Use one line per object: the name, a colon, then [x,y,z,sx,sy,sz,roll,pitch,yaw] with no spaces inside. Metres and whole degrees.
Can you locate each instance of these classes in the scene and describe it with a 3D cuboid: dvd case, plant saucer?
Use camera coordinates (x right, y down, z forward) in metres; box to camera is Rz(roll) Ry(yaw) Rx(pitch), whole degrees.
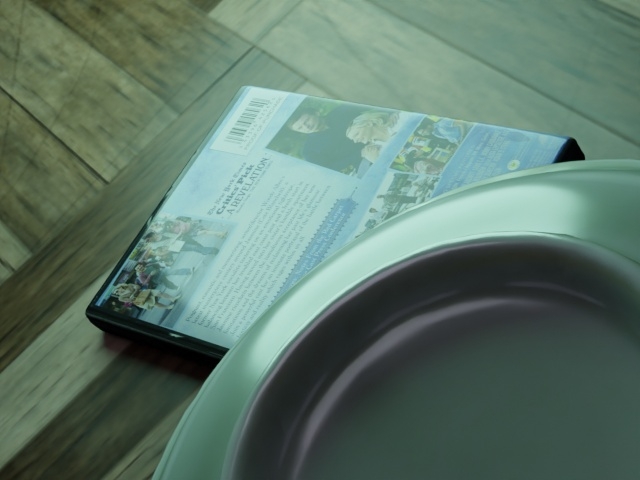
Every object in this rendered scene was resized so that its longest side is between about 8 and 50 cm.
dvd case: [0.000,0.000,0.859,0.253,0.022,0.180,14,63,42]
plant saucer: [0.072,0.108,0.634,0.400,0.100,0.400,-16,48,19]
